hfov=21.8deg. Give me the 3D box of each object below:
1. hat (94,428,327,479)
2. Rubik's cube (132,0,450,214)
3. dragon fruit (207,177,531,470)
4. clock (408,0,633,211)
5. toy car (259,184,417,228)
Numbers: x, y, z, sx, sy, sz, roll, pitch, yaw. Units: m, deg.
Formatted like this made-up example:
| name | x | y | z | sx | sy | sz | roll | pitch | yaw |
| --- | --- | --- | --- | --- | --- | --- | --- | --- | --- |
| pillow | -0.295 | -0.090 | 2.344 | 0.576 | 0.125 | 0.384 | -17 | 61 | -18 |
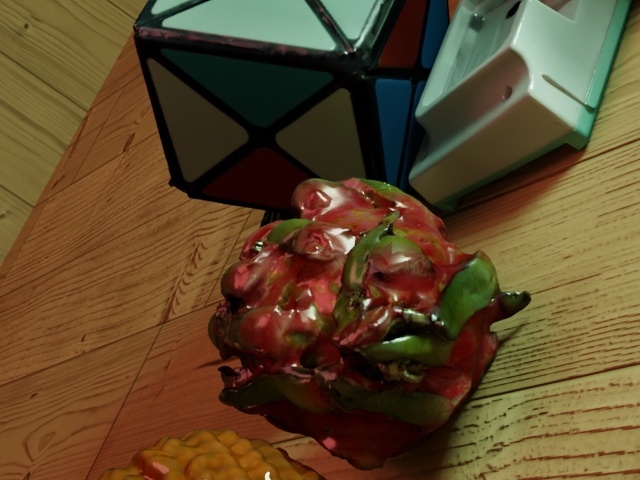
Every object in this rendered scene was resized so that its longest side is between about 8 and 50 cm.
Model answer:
| name | x | y | z | sx | sy | sz | roll | pitch | yaw |
| --- | --- | --- | --- | --- | --- | --- | --- | --- | --- |
| hat | -0.058 | 0.309 | 1.218 | 0.285 | 0.285 | 0.400 | -57 | 23 | -5 |
| Rubik's cube | -0.018 | -0.191 | 1.678 | 0.250 | 0.248 | 0.246 | 10 | 52 | 20 |
| dragon fruit | 0.030 | 0.071 | 1.426 | 0.231 | 0.237 | 0.303 | -56 | 11 | 9 |
| clock | 0.190 | -0.186 | 1.647 | 0.231 | 0.116 | 0.262 | -28 | 32 | 52 |
| toy car | 0.000 | 0.000 | 1.768 | 0.136 | 0.125 | 0.306 | -29 | 31 | 50 |
